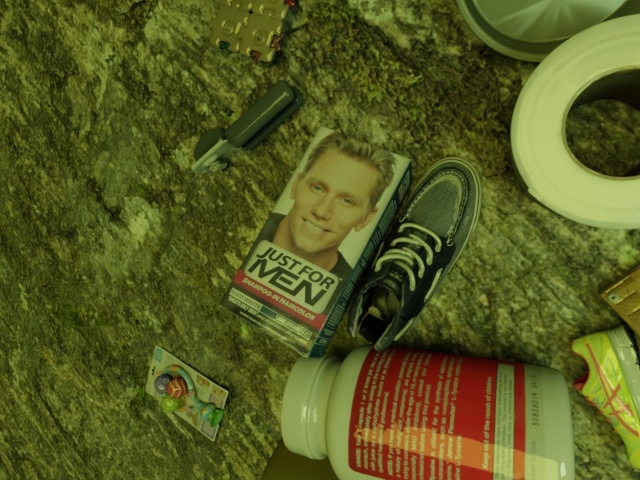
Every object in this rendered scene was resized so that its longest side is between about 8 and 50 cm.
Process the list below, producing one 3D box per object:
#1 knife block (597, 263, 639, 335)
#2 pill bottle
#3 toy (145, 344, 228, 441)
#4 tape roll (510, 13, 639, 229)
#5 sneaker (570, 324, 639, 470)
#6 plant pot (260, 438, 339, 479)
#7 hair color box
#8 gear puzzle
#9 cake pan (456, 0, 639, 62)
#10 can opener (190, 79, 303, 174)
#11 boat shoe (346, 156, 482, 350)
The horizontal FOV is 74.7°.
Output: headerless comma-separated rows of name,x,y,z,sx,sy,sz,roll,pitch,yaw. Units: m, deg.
knife block,0.546,0.180,0.570,0.088,0.242,0.275,-44,32,21
pill bottle,0.155,0.290,0.666,0.408,0.229,0.228,2,96,24
toy,-0.336,0.364,0.990,0.237,0.056,0.136,22,102,21
tape roll,0.383,-0.140,0.553,0.246,0.169,0.246,2,96,23
sneaker,0.434,0.232,0.624,0.094,0.081,0.208,-15,85,35
plant pot,-0.019,0.535,0.792,0.212,0.187,0.212,-5,93,24
hair color box,0.000,0.000,0.703,0.174,0.105,0.347,25,81,18
gear puzzle,-0.100,-0.520,0.806,0.176,0.044,0.338,25,102,22
cake pan,0.326,-0.397,0.558,0.293,0.054,0.293,8,123,13
can opener,-0.162,-0.223,0.842,0.280,0.074,0.093,-31,82,24
boat shoe,0.154,0.026,0.678,0.127,0.158,0.340,25,105,20
